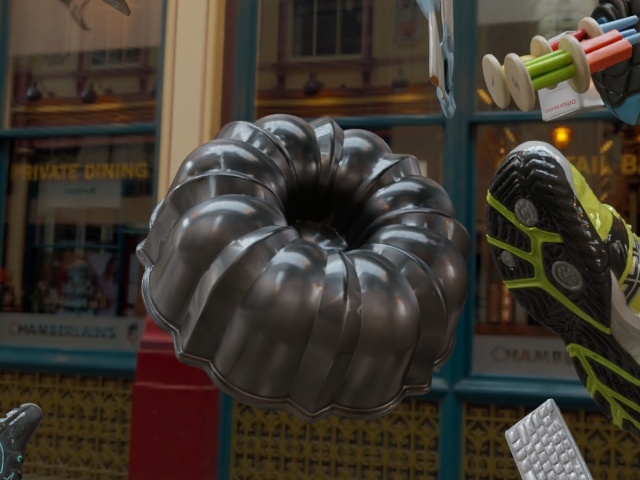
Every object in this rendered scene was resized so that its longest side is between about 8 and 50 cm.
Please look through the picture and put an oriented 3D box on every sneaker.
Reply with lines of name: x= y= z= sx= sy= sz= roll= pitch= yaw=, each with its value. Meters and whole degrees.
sneaker: x=0.318 y=0.045 z=0.951 sx=0.147 sy=0.385 sz=0.145 roll=-42 pitch=19 yaw=-24
sneaker: x=-0.464 y=0.352 z=1.201 sx=0.106 sy=0.267 sz=0.101 roll=33 pitch=-38 yaw=-3
sneaker: x=0.393 y=-0.296 z=0.974 sx=0.139 sy=0.341 sz=0.125 roll=-15 pitch=32 yaw=-16

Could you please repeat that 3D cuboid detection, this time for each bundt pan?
bundt pan: x=0.000 y=0.000 z=0.811 sx=0.331 sy=0.331 sz=0.124 roll=4 pitch=-43 yaw=-20

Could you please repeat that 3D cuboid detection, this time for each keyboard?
keyboard: x=0.250 y=0.279 z=0.831 sx=0.014 sy=0.256 sz=0.072 roll=27 pitch=-57 yaw=-37

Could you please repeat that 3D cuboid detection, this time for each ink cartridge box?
ink cartridge box: x=0.388 y=-0.257 z=1.349 sx=0.052 sy=0.122 sz=0.088 roll=-6 pitch=-4 yaw=-28

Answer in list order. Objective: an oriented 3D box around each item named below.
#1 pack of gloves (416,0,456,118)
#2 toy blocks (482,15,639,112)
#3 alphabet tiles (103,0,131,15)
pack of gloves: x=0.155 y=-0.296 z=1.209 sx=0.046 sy=0.232 sz=0.195 roll=-3 pitch=-15 yaw=15
toy blocks: x=0.233 y=-0.166 z=0.768 sx=0.148 sy=0.054 sz=0.123 roll=-21 pitch=13 yaw=-1
alphabet tiles: x=-0.329 y=-0.348 z=0.948 sx=0.237 sy=0.009 sz=0.198 roll=31 pitch=-7 yaw=2
